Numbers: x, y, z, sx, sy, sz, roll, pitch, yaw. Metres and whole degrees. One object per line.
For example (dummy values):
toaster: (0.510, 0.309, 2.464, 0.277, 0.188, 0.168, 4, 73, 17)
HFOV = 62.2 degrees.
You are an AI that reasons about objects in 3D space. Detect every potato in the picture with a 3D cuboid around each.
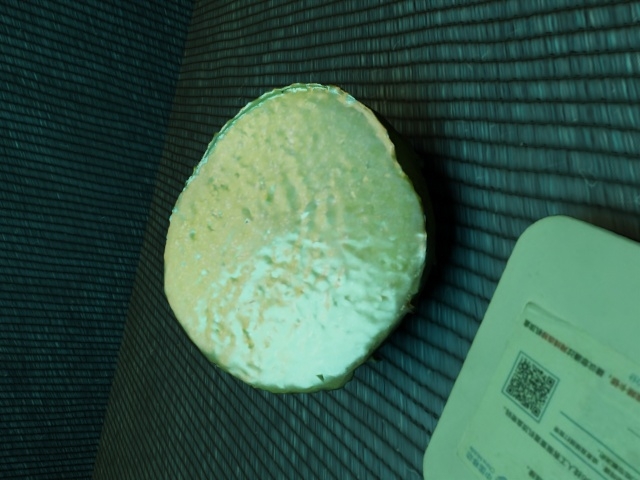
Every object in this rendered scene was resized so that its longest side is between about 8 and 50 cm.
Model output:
potato: (0.000, 0.000, 0.877, 0.385, 0.319, 0.443, 26, 96, 14)

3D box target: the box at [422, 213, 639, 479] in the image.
box: (0.301, 0.214, 0.510, 0.396, 0.111, 0.397, 40, 115, 53)
